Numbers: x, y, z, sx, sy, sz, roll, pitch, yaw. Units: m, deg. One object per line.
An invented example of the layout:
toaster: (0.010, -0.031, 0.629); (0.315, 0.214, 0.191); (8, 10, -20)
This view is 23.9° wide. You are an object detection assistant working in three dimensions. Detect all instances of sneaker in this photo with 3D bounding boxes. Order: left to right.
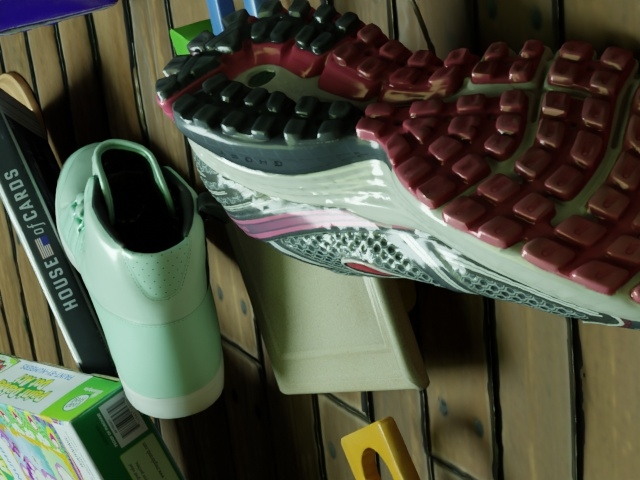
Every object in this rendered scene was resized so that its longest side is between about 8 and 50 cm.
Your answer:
sneaker: (-0.117, -0.026, 0.969); (0.256, 0.094, 0.151); (-119, 22, -47)
sneaker: (0.064, -0.026, 0.682); (0.299, 0.121, 0.112); (22, 147, 38)

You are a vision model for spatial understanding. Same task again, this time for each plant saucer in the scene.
plant saucer: (-0.254, -0.100, 1.270); (0.083, 0.013, 0.083); (38, 139, 43)

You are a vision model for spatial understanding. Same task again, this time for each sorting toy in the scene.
sorting toy: (0.000, 0.000, 0.880); (0.196, 0.047, 0.348); (-11, 98, 65)

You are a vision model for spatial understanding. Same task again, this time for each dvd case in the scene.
dvd case: (-0.196, 0.002, 1.136); (0.179, 0.029, 0.239); (83, 161, -86)

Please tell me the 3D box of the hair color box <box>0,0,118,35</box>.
hair color box: (-0.229, -0.328, 0.992); (0.185, 0.110, 0.339); (37, 139, 47)

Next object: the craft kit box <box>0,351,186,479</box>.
craft kit box: (-0.152, 0.201, 1.082); (0.246, 0.061, 0.250); (4, 125, 59)
